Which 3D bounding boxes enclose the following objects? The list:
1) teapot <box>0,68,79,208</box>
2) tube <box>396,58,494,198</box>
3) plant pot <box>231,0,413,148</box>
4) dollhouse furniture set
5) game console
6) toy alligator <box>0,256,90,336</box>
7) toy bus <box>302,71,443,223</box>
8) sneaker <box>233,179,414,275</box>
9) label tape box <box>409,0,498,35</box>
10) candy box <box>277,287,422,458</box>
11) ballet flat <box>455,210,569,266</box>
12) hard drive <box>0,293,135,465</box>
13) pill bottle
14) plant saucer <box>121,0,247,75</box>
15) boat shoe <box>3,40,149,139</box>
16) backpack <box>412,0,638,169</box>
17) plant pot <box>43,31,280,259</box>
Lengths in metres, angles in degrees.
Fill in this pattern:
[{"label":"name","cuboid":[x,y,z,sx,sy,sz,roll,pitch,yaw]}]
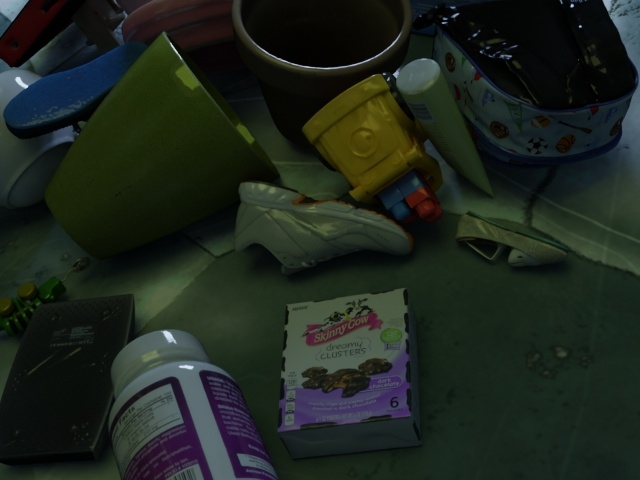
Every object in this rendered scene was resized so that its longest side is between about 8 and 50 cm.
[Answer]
[{"label":"teapot","cuboid":[-0.489,-0.145,1.684,0.187,0.252,0.256,43,110,5]},{"label":"tube","cuboid":[0.174,-0.149,1.404,0.062,0.240,0.070,-11,52,23]},{"label":"plant pot","cuboid":[-0.002,-0.265,1.560,0.263,0.229,0.263,2,53,-2]},{"label":"dollhouse furniture set","cuboid":[-0.252,-0.486,1.995,0.303,0.174,0.355,-36,4,33]},{"label":"game console","cuboid":[-0.430,-0.493,1.897,0.386,0.060,0.342,-33,18,41]},{"label":"toy alligator","cuboid":[-0.416,0.092,1.522,0.189,0.056,0.051,-35,46,-13]},{"label":"toy bus","cuboid":[0.105,-0.108,1.448,0.149,0.220,0.211,-36,74,15]},{"label":"sneaker","cuboid":[0.000,0.000,1.447,0.262,0.099,0.121,14,89,14]},{"label":"label tape box","cuboid":[0.194,-0.488,1.634,0.249,0.348,0.115,17,56,32]},{"label":"candy box","cuboid":[0.037,0.164,1.278,0.164,0.070,0.196,-9,47,12]},{"label":"ballet flat","cuboid":[0.253,0.009,1.368,0.168,0.057,0.052,24,88,40]},{"label":"hard drive","cuboid":[-0.343,0.191,1.404,0.172,0.054,0.255,-7,46,14]},{"label":"pill bottle","cuboid":[-0.153,0.250,1.200,0.169,0.169,0.301,-26,45,-4]},{"label":"plant saucer","cuboid":[-0.161,-0.346,1.712,0.332,0.332,0.084,-11,89,10]},{"label":"boat shoe","cuboid":[-0.361,-0.213,1.592,0.258,0.089,0.109,-25,62,-19]},{"label":"backpack","cuboid":[0.297,-0.216,1.421,0.276,0.213,0.263,-16,42,-12]},{"label":"plant pot","cuboid":[-0.260,-0.114,1.540,0.293,0.275,0.275,-38,45,3]}]
